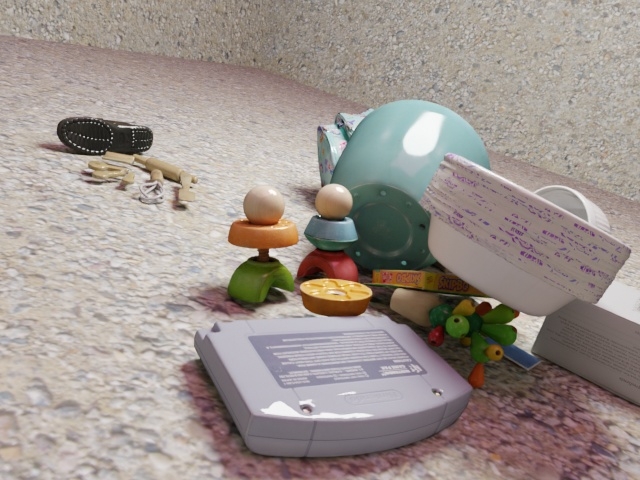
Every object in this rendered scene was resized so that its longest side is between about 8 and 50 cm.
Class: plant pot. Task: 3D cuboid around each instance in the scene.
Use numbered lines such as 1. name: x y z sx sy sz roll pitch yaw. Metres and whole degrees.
1. plant pot: 0.146 -0.075 1.088 0.293 0.293 0.235 20 39 12

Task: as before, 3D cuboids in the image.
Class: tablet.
1. tablet: 0.295 0.172 0.921 0.083 0.006 0.054 31 25 34

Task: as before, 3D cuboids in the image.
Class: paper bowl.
1. paper bowl: 0.270 0.001 0.848 0.284 0.148 0.284 28 12 -7

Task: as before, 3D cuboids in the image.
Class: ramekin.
1. ramekin: 0.530 -0.007 1.304 0.109 0.207 0.207 14 18 -31

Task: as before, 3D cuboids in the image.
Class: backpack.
1. backpack: 0.098 -0.172 1.381 0.191 0.225 0.253 -15 34 -15

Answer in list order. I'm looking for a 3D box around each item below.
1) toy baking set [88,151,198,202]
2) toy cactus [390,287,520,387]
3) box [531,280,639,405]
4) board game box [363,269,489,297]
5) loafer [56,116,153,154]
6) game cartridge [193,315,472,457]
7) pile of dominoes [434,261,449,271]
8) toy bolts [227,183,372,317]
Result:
1. toy baking set: -0.344 -0.123 1.196 0.256 0.030 0.197 19 23 10
2. toy cactus: 0.186 0.119 0.840 0.180 0.112 0.219 18 11 29
3. box: 0.466 0.146 0.955 0.182 0.119 0.181 26 22 28
4. board game box: 0.206 0.074 0.980 0.259 0.039 0.124 5 -4 -33
5. loafer: -0.484 -0.231 1.319 0.078 0.080 0.220 20 13 39
6. game cartridge: 0.022 0.159 0.685 0.294 0.060 0.196 3 20 -32
7. pile of dominoes: 0.347 0.019 1.243 0.251 0.040 0.196 -11 33 -29
8. toy bolts: 0.000 0.000 0.881 0.218 0.159 0.228 11 14 30
